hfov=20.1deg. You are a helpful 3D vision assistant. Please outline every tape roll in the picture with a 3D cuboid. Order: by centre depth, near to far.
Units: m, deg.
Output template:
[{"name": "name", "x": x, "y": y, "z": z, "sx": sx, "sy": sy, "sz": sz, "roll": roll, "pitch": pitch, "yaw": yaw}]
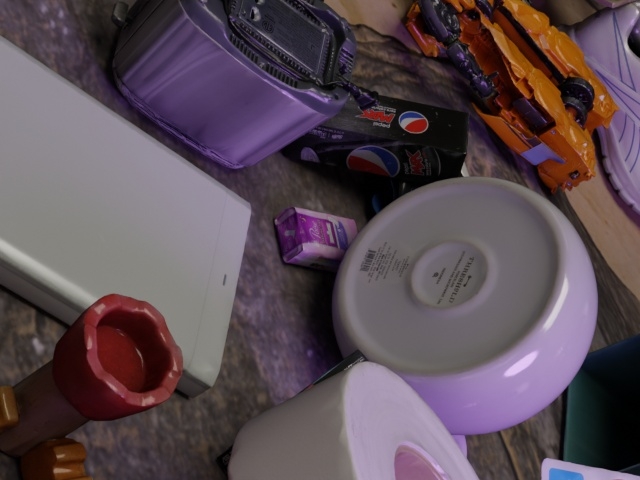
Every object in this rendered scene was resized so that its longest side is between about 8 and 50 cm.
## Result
[{"name": "tape roll", "x": 0.052, "y": 0.233, "z": 1.292, "sx": 0.286, "sy": 0.100, "sz": 0.286, "roll": 52, "pitch": 18, "yaw": -25}]

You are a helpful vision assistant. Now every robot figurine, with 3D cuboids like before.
[{"name": "robot figurine", "x": 0.203, "y": -0.197, "z": 1.969, "sx": 0.291, "sy": 0.085, "sz": 0.211, "roll": 46, "pitch": 40, "yaw": -15}]

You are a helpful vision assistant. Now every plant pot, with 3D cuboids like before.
[{"name": "plant pot", "x": 0.382, "y": 0.221, "z": 1.817, "sx": 0.234, "sy": 0.165, "sz": 0.165, "roll": 40, "pitch": 41, "yaw": -29}]

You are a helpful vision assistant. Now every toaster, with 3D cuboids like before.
[{"name": "toaster", "x": -0.074, "y": -0.159, "z": 1.600, "sx": 0.227, "sy": 0.146, "sz": 0.129, "roll": 33, "pitch": 45, "yaw": -26}]

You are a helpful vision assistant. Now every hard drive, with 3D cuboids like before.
[{"name": "hard drive", "x": -0.197, "y": -0.028, "z": 1.467, "sx": 0.307, "sy": 0.040, "sz": 0.203, "roll": 34, "pitch": 44, "yaw": -27}]

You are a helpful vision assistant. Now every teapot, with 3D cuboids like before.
[{"name": "teapot", "x": 0.140, "y": 0.083, "z": 1.627, "sx": 0.252, "sy": 0.256, "sz": 0.187, "roll": 63, "pitch": 2, "yaw": 40}]

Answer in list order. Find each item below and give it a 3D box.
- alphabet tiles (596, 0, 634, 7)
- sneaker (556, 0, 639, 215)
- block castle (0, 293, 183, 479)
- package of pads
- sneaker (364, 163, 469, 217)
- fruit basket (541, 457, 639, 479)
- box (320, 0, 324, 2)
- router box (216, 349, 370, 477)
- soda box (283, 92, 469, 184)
[{"name": "alphabet tiles", "x": 0.296, "y": -0.324, "z": 2.121, "sx": 0.198, "sy": 0.009, "sz": 0.237, "roll": 30, "pitch": 30, "yaw": 27}, {"name": "sneaker", "x": 0.381, "y": -0.140, "z": 2.081, "sx": 0.297, "sy": 0.129, "sz": 0.111, "roll": 59, "pitch": 35, "yaw": 0}, {"name": "block castle", "x": -0.177, "y": 0.262, "z": 1.152, "sx": 0.303, "sy": 0.213, "sz": 0.453, "roll": -1, "pitch": 66, "yaw": -47}, {"name": "package of pads", "x": 0.000, "y": 0.000, "z": 1.661, "sx": 0.083, "sy": 0.032, "sz": 0.050, "roll": 12, "pitch": 54, "yaw": -42}, {"name": "sneaker", "x": 0.114, "y": -0.011, "z": 1.762, "sx": 0.121, "sy": 0.079, "sz": 0.217, "roll": -16, "pitch": 69, "yaw": -47}, {"name": "fruit basket", "x": 0.344, "y": 0.381, "z": 1.634, "sx": 0.353, "sy": 0.165, "sz": 0.327, "roll": 16, "pitch": 70, "yaw": -30}, {"name": "box", "x": -0.037, "y": -0.233, "z": 1.765, "sx": 0.062, "sy": 0.052, "sz": 0.083, "roll": 40, "pitch": 40, "yaw": -20}, {"name": "router box", "x": -0.017, "y": 0.147, "z": 1.470, "sx": 0.038, "sy": 0.122, "sz": 0.092, "roll": 53, "pitch": 38, "yaw": 4}, {"name": "soda box", "x": 0.053, "y": -0.100, "z": 1.706, "sx": 0.169, "sy": 0.053, "sz": 0.060, "roll": 11, "pitch": 49, "yaw": -2}]
